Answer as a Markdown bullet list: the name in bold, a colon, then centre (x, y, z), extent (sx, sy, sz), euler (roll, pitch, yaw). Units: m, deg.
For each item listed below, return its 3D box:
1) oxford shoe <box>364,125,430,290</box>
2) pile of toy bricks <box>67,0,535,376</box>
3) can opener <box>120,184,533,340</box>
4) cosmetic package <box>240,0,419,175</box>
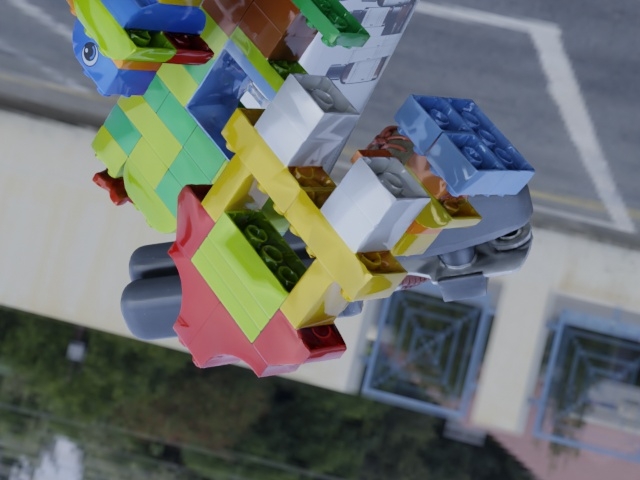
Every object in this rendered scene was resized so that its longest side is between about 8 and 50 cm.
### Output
- **oxford shoe**: centre (0.045, -0.028, 1.199), extent (0.123, 0.130, 0.348), euler (-5, -173, 25)
- **pile of toy bricks**: centre (-0.036, -0.045, 0.447), extent (0.118, 0.105, 0.212), euler (-3, -132, -50)
- **can opener**: centre (0.000, 0.000, 0.955), extent (0.283, 0.076, 0.095), euler (-8, 129, 10)
- **cosmetic package**: centre (-0.003, -0.135, 1.102), extent (0.099, 0.239, 0.060), euler (-9, -133, -43)
